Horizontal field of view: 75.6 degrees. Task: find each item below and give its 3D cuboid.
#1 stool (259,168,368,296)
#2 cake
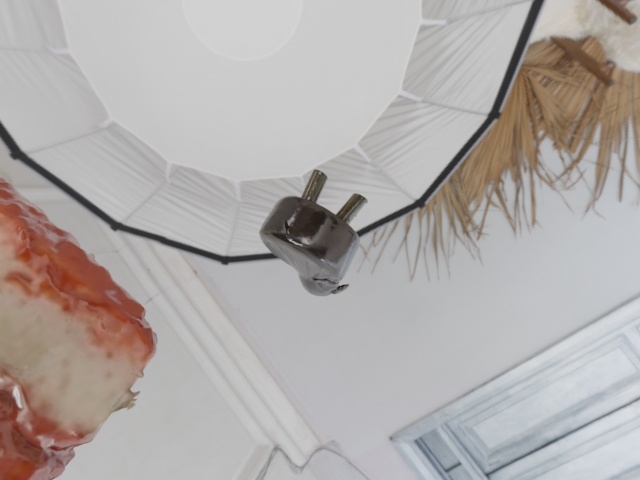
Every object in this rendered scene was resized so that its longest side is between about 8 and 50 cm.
[{"bbox_3d":[0.000,0.000,0.567,0.125,0.121,0.217,21,160,26],"label":"stool"},{"bbox_3d":[-0.343,0.125,0.365,0.270,0.319,0.269,48,152,-8],"label":"cake"}]
